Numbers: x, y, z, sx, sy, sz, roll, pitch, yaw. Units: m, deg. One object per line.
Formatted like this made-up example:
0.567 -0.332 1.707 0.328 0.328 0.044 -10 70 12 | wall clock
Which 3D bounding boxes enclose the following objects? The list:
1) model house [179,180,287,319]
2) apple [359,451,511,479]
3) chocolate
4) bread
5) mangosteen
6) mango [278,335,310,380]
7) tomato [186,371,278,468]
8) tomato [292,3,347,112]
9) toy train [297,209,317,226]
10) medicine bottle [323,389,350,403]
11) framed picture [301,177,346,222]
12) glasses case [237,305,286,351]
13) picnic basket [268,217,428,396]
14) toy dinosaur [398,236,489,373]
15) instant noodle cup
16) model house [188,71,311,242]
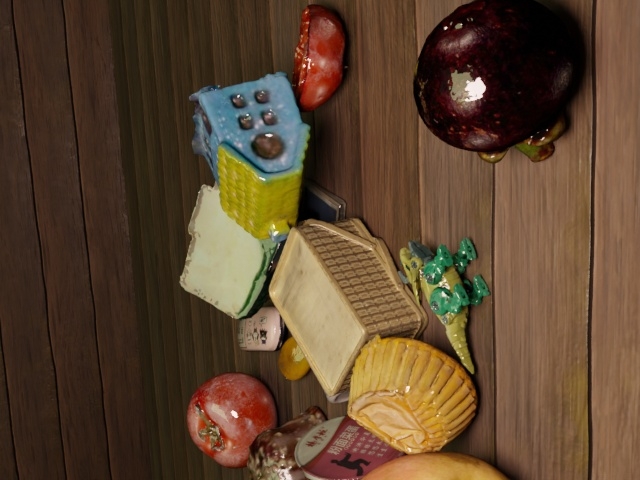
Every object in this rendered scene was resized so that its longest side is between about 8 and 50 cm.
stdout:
-0.161 -0.002 1.761 0.243 0.284 0.298 26 108 16 | model house
0.192 0.517 1.152 0.364 0.364 0.363 23 117 57 | apple
-0.060 0.600 1.766 0.225 0.210 0.340 -46 58 53 | chocolate
0.162 0.282 1.280 0.139 0.240 0.240 -64 -4 -48 | bread
0.255 -0.209 1.013 0.265 0.228 0.228 52 164 -28 | mangosteen
-0.057 0.292 1.839 0.101 0.066 0.187 60 136 33 | mango
-0.241 0.503 2.053 0.270 0.227 0.270 14 114 34 | tomato
0.001 -0.383 1.519 0.228 0.101 0.227 -178 90 -79 | tomato
-0.033 0.000 1.643 0.087 0.050 0.138 99 173 -47 | toy train
0.033 0.273 1.622 0.168 0.105 0.105 64 147 29 | medicine bottle
0.000 0.000 1.703 0.189 0.023 0.259 41 132 54 | framed picture
-0.167 0.248 1.992 0.314 0.075 0.122 162 114 -65 | glasses case
0.051 0.124 1.483 0.313 0.175 0.228 56 140 32 | picnic basket
0.227 0.104 1.253 0.259 0.094 0.153 64 147 15 | toy dinosaur
0.073 0.499 1.499 0.235 0.235 0.178 20 123 58 | instant noodle cup
-0.123 -0.160 1.498 0.237 0.216 0.303 101 147 -59 | model house
